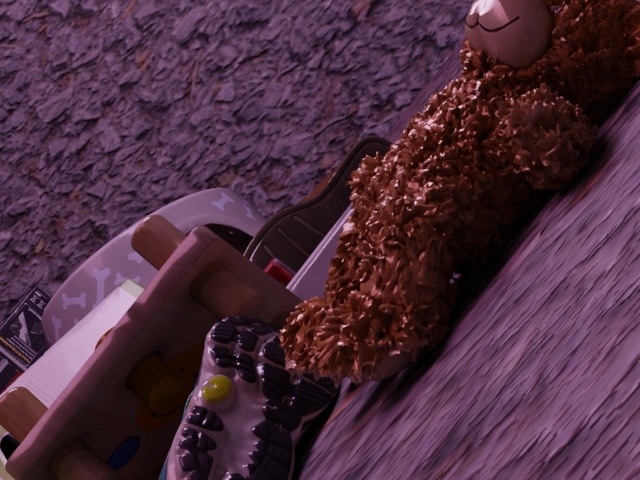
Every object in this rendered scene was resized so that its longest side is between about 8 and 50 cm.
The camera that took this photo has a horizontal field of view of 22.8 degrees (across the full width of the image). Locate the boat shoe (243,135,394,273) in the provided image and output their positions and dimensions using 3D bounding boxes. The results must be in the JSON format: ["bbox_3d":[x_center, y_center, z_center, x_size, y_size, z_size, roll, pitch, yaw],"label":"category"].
[{"bbox_3d":[0.000,0.000,1.938,0.307,0.111,0.104,-42,-8,-35],"label":"boat shoe"}]

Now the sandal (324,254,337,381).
[{"bbox_3d":[0.057,0.000,1.213,0.265,0.076,0.102,-53,4,-38],"label":"sandal"}]

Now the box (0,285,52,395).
[{"bbox_3d":[-0.360,0.254,2.205,0.242,0.307,0.076,-53,10,-23],"label":"box"}]

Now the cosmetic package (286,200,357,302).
[{"bbox_3d":[0.043,-0.002,1.604,0.239,0.060,0.099,-52,1,-20],"label":"cosmetic package"}]

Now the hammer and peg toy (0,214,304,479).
[{"bbox_3d":[-0.118,0.142,1.411,0.266,0.127,0.361,-51,-23,-2],"label":"hammer and peg toy"}]

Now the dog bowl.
[{"bbox_3d":[-0.203,0.065,2.030,0.349,0.102,0.349,-35,-14,-10],"label":"dog bowl"}]

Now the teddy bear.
[{"bbox_3d":[0.084,-0.044,1.030,0.338,0.113,0.245,-51,5,6],"label":"teddy bear"}]

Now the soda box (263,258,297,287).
[{"bbox_3d":[-0.103,0.147,1.777,0.263,0.083,0.092,-51,3,4],"label":"soda box"}]

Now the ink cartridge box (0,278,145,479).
[{"bbox_3d":[-0.221,0.184,1.642,0.255,0.189,0.097,-43,-43,-20],"label":"ink cartridge box"}]

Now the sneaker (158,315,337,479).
[{"bbox_3d":[-0.067,0.143,1.165,0.110,0.107,0.275,-60,-2,28],"label":"sneaker"}]

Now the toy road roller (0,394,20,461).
[{"bbox_3d":[-0.294,0.335,1.761,0.202,0.240,0.329,-51,-34,13],"label":"toy road roller"}]
